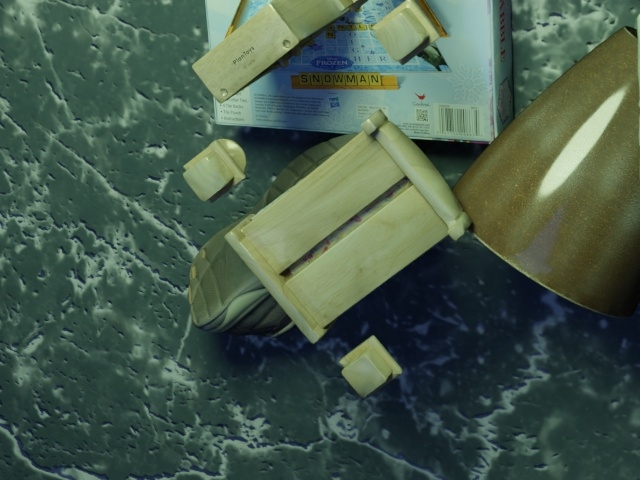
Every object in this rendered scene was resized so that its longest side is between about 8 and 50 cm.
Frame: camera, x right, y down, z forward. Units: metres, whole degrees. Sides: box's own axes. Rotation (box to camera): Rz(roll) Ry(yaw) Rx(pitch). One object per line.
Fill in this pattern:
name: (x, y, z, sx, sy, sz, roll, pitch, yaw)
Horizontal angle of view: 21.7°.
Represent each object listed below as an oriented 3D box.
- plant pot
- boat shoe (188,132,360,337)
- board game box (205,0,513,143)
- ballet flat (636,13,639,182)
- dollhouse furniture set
plant pot: (0.271, -0.081, 1.599, 0.215, 0.215, 0.230, 34, 108, 8)
boat shoe: (0.000, 0.000, 1.794, 0.130, 0.132, 0.355, 20, 143, -34)
board game box: (0.033, -0.265, 1.690, 0.319, 0.066, 0.318, 6, 114, 22)
ballet flat: (0.370, -0.042, 1.501, 0.139, 0.139, 0.400, -24, 133, 31)
dollhouse furniture set: (0.063, -0.085, 1.609, 0.303, 0.174, 0.355, -36, 94, 26)
